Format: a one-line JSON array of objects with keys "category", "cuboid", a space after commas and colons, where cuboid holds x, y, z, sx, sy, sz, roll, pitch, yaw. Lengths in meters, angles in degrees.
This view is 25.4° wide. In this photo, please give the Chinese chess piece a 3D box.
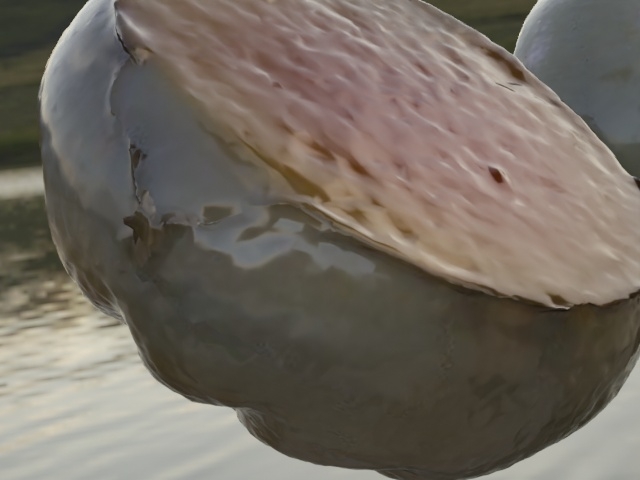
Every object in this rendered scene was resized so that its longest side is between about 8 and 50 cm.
[{"category": "Chinese chess piece", "cuboid": [0.222, -0.057, 0.971, 0.102, 0.273, 0.273, -4, 6, 34]}]

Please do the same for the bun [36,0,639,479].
[{"category": "bun", "cuboid": [0.000, 0.000, 0.656, 0.299, 0.165, 0.299, 22, 29, -13]}]
